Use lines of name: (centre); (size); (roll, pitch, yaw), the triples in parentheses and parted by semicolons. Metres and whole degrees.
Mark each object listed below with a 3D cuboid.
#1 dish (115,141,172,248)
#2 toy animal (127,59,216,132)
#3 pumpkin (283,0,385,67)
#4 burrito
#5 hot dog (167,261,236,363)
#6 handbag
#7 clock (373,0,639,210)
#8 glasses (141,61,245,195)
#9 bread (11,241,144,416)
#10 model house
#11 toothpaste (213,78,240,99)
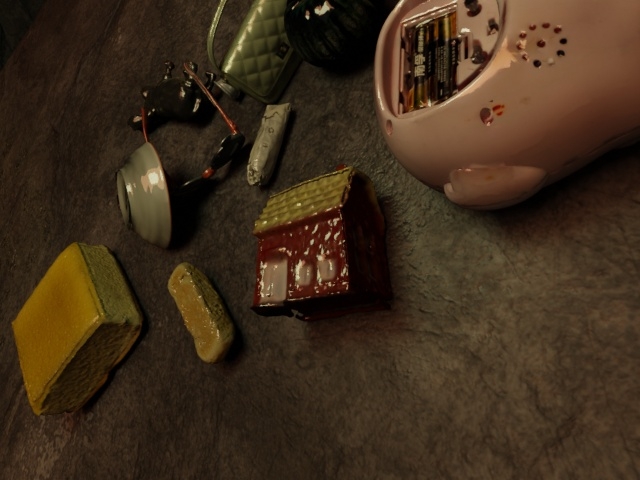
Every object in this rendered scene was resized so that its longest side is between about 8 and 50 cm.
dish: (-0.433, -0.100, 1.155); (0.260, 0.085, 0.260); (28, 124, 53)
toy animal: (-0.409, -0.391, 1.323); (0.343, 0.106, 0.169); (2, 82, 44)
pumpkin: (0.026, -0.458, 0.977); (0.220, 0.161, 0.221); (-26, 50, 35)
burrito: (-0.114, -0.213, 1.057); (0.064, 0.064, 0.203); (7, 76, 39)
hot dog: (-0.241, 0.148, 1.006); (0.084, 0.073, 0.242); (-51, 53, 15)
handbag: (-0.133, -0.447, 1.057); (0.079, 0.219, 0.256); (34, 96, 43)
clock: (0.264, -0.232, 0.650); (0.376, 0.250, 0.369); (-8, 69, 35)
glasses: (-0.326, -0.257, 1.135); (0.234, 0.118, 0.268); (-37, 85, 23)
bread: (-0.621, 0.212, 1.227); (0.324, 0.143, 0.333); (-51, 51, 9)
model house: (0.000, 0.000, 0.827); (0.196, 0.160, 0.254); (-15, 62, 32)
toothpaste: (-0.141, -0.479, 1.179); (0.299, 0.073, 0.114); (-50, 40, 4)
